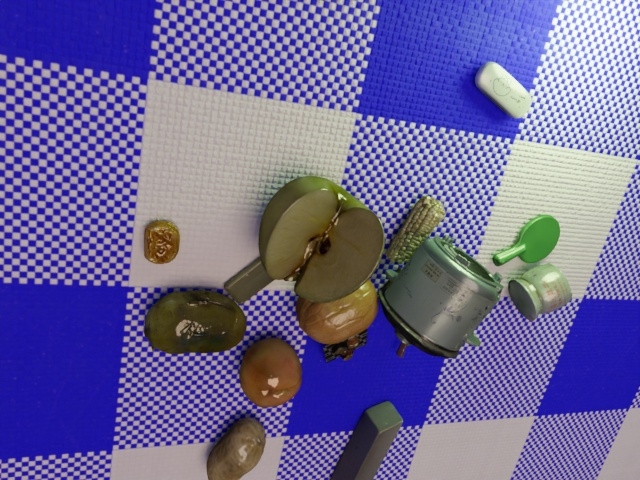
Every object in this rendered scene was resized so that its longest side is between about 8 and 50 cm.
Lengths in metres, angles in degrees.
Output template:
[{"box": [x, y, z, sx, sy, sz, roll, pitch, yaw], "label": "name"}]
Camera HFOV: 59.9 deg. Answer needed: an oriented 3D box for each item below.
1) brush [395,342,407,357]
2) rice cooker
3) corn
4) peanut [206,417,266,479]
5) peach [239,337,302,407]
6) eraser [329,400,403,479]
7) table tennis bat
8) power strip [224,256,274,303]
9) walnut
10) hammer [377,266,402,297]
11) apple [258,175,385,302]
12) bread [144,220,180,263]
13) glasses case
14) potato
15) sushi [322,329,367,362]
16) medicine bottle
[{"box": [0.287, 0.218, 1.651, 0.071, 0.084, 0.300, 14, 109, -27], "label": "brush"}, {"box": [0.306, 0.156, 1.454, 0.316, 0.317, 0.264, -64, 162, 12], "label": "rice cooker"}, {"box": [0.263, -0.026, 1.536, 0.087, 0.087, 0.210, 26, 105, -29], "label": "corn"}, {"box": [-0.241, 0.614, 1.592, 0.129, 0.129, 0.224, 31, 101, -29], "label": "peanut"}, {"box": [-0.135, 0.359, 1.494, 0.184, 0.184, 0.184, -8, 115, -18], "label": "peach"}, {"box": [0.142, 0.682, 1.780, 0.078, 0.111, 0.352, 17, 105, -29], "label": "eraser"}, {"box": [0.643, 0.014, 1.727, 0.257, 0.039, 0.160, -25, 120, -16], "label": "table tennis bat"}, {"box": [-0.166, 0.093, 1.448, 0.169, 0.028, 0.076, -36, 120, -1], "label": "power strip"}, {"box": [0.044, 0.175, 1.469, 0.226, 0.193, 0.193, -35, 121, -16], "label": "walnut"}, {"box": [0.141, 0.192, 1.616, 0.058, 0.029, 0.292, 36, 94, -32], "label": "hammer"}, {"box": [-0.006, -0.010, 1.344, 0.295, 0.233, 0.257, 28, 107, -14], "label": "apple"}, {"box": [-0.377, 0.005, 1.318, 0.083, 0.044, 0.110, -3, 115, -24], "label": "bread"}, {"box": [0.487, -0.397, 1.474, 0.197, 0.049, 0.076, 30, 100, -29], "label": "glasses case"}, {"box": [-0.304, 0.205, 1.377, 0.249, 0.143, 0.169, 10, 119, -25], "label": "potato"}, {"box": [0.079, 0.312, 1.576, 0.139, 0.031, 0.201, -25, 156, -7], "label": "sushi"}, {"box": [0.685, 0.161, 1.741, 0.143, 0.147, 0.147, -24, 119, -8], "label": "medicine bottle"}]
